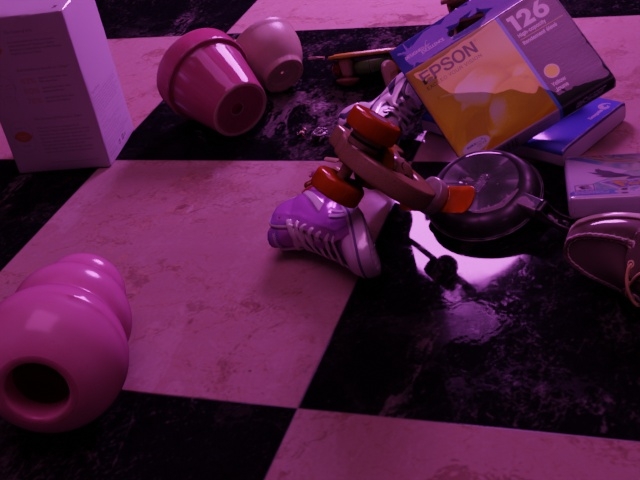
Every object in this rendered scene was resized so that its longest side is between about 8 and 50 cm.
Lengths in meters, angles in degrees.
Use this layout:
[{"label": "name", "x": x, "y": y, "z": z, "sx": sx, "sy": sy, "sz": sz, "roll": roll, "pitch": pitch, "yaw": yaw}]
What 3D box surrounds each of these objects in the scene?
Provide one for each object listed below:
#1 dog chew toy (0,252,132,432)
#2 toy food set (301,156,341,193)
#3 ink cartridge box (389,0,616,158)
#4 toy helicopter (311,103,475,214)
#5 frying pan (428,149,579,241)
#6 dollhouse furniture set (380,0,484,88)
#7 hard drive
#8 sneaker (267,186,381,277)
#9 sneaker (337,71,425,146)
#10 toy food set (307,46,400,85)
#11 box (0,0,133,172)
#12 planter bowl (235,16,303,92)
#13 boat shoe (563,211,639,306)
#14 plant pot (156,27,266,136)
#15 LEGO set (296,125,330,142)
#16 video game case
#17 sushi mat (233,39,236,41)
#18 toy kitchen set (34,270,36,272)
[{"label": "dog chew toy", "x": -0.366, "y": 0.126, "z": 1.416, "sx": 0.206, "sy": 0.207, "sz": 0.332, "roll": -9, "pitch": 24, "yaw": 4}, {"label": "toy food set", "x": 0.005, "y": -0.108, "z": 1.815, "sx": 0.077, "sy": 0.019, "sz": 0.122, "roll": 11, "pitch": 46, "yaw": 31}, {"label": "ink cartridge box", "x": 0.317, "y": -0.320, "z": 1.773, "sx": 0.303, "sy": 0.072, "sz": 0.307, "roll": -32, "pitch": 70, "yaw": 6}, {"label": "toy helicopter", "x": 0.120, "y": -0.122, "z": 1.605, "sx": 0.235, "sy": 0.140, "sz": 0.355, "roll": 28, "pitch": 14, "yaw": -7}, {"label": "frying pan", "x": 0.299, "y": -0.046, "z": 1.585, "sx": 0.197, "sy": 0.053, "sz": 0.326, "roll": -33, "pitch": 45, "yaw": -8}, {"label": "dollhouse furniture set", "x": 0.264, "y": -0.401, "z": 1.998, "sx": 0.212, "sy": 0.161, "sz": 0.242, "roll": -4, "pitch": 22, "yaw": 45}, {"label": "hard drive", "x": 0.382, "y": -0.235, "z": 1.869, "sx": 0.318, "sy": 0.040, "sz": 0.210, "roll": 21, "pitch": 45, "yaw": 41}, {"label": "sneaker", "x": 0.000, "y": 0.001, "z": 1.589, "sx": 0.161, "sy": 0.102, "sz": 0.282, "roll": -21, "pitch": 26, "yaw": -2}, {"label": "sneaker", "x": 0.146, "y": -0.230, "z": 1.864, "sx": 0.234, "sy": 0.094, "sz": 0.153, "roll": -23, "pitch": 40, "yaw": 10}, {"label": "toy food set", "x": 0.089, "y": -0.381, "z": 2.175, "sx": 0.217, "sy": 0.071, "sz": 0.128, "roll": -5, "pitch": 9, "yaw": 6}, {"label": "box", "x": -0.552, "y": -0.333, "z": 2.033, "sx": 0.214, "sy": 0.345, "sz": 0.168, "roll": -3, "pitch": 33, "yaw": 12}, {"label": "planter bowl", "x": -0.104, "y": -0.401, "z": 2.192, "sx": 0.162, "sy": 0.162, "sz": 0.109, "roll": -24, "pitch": 60, "yaw": -19}, {"label": "boat shoe", "x": 0.473, "y": 0.050, "z": 1.337, "sx": 0.324, "sy": 0.117, "sz": 0.096, "roll": 20, "pitch": 42, "yaw": 32}, {"label": "plant pot", "x": -0.214, "y": -0.318, "z": 2.066, "sx": 0.201, "sy": 0.201, "sz": 0.180, "roll": -27, "pitch": 51, "yaw": -23}, {"label": "LEGO set", "x": -0.013, "y": -0.219, "z": 1.984, "sx": 0.083, "sy": 0.023, "sz": 0.054, "roll": 4, "pitch": 36, "yaw": 22}, {"label": "video game case", "x": 0.550, "y": -0.096, "z": 1.526, "sx": 0.328, "sy": 0.036, "sz": 0.300, "roll": -3, "pitch": 16, "yaw": 13}, {"label": "sushi mat", "x": -0.238, "y": -0.418, "z": 2.366, "sx": 0.151, "sy": 0.019, "sz": 0.317, "roll": -8, "pitch": 32, "yaw": 7}, {"label": "toy kitchen set", "x": -0.455, "y": 0.096, "z": 1.640, "sx": 0.068, "sy": 0.075, "sz": 0.083, "roll": -68, "pitch": 15, "yaw": -12}]
